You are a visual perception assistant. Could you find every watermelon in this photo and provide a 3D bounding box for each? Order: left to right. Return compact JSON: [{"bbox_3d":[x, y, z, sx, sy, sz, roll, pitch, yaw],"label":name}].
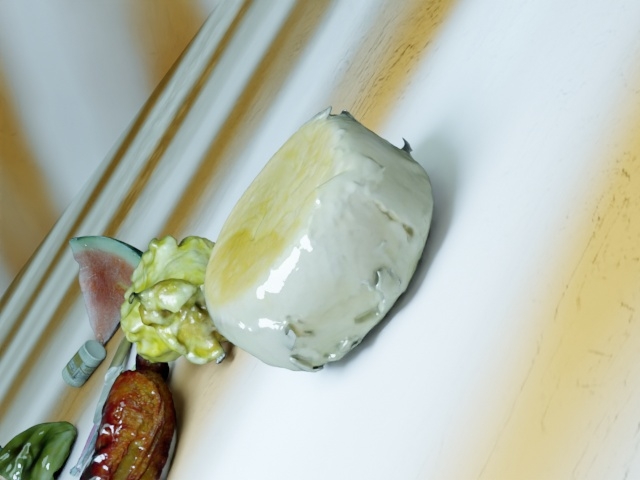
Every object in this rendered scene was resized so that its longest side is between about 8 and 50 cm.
[{"bbox_3d":[-0.356,0.085,2.062,0.207,0.136,0.202,6,103,42],"label":"watermelon"}]

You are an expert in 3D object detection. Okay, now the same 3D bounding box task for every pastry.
[{"bbox_3d":[-0.001,0.002,1.071,0.265,0.133,0.265,-49,20,25],"label":"pastry"}]

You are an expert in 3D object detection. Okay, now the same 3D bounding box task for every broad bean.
[{"bbox_3d":[-0.462,0.362,1.847,0.206,0.072,0.153,-17,45,48],"label":"broad bean"}]

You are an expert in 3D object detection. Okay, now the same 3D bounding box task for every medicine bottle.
[{"bbox_3d":[-0.421,0.219,1.994,0.083,0.047,0.047,-48,20,27],"label":"medicine bottle"}]

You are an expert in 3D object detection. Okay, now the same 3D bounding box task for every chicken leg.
[{"bbox_3d":[-0.224,0.236,1.369,0.407,0.096,0.158,-85,13,-60],"label":"chicken leg"}]

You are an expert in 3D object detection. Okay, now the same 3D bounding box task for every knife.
[{"bbox_3d":[-0.318,0.209,1.726,0.047,0.017,0.298,-41,14,15],"label":"knife"}]

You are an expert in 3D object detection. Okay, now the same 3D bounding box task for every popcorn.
[{"bbox_3d":[-0.176,0.083,1.382,0.168,0.173,0.195,-41,25,8],"label":"popcorn"}]

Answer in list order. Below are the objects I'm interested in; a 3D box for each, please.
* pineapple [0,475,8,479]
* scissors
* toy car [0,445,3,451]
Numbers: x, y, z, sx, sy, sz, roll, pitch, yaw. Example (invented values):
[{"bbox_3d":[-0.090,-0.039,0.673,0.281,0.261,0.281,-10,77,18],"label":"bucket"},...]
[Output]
[{"bbox_3d":[-0.495,0.423,1.412,0.300,0.352,0.352,-53,15,-21],"label":"pineapple"},{"bbox_3d":[-0.329,0.270,1.700,0.133,0.020,0.187,-35,27,59],"label":"scissors"},{"bbox_3d":[-0.624,0.512,1.959,0.141,0.097,0.321,-46,20,32],"label":"toy car"}]
